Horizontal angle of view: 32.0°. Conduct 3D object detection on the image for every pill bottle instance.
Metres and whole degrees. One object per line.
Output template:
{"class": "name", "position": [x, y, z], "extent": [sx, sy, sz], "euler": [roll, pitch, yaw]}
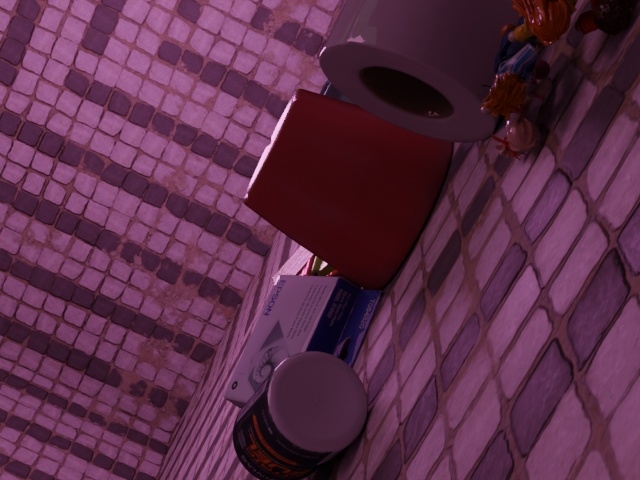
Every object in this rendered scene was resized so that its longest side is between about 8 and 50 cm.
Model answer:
{"class": "pill bottle", "position": [-0.037, 0.240, 1.444], "extent": [0.130, 0.131, 0.245], "euler": [-68, 7, -30]}

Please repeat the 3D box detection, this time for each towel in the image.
{"class": "towel", "position": [0.000, 0.000, 2.045], "extent": [0.237, 0.021, 0.102], "euler": [-48, 18, 4]}

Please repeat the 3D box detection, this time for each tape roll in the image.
{"class": "tape roll", "position": [0.142, -0.257, 1.440], "extent": [0.169, 0.246, 0.246], "euler": [-65, 6, -13]}

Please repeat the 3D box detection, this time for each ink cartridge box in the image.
{"class": "ink cartridge box", "position": [-0.031, 0.157, 1.671], "extent": [0.224, 0.045, 0.223], "euler": [0, 60, 52]}

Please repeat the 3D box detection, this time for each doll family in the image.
{"class": "doll family", "position": [0.219, -0.203, 1.153], "extent": [0.263, 0.118, 0.163], "euler": [-59, 8, 39]}

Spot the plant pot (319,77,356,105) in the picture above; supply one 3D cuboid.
{"class": "plant pot", "position": [0.101, -0.240, 1.925], "extent": [0.293, 0.196, 0.293], "euler": [-62, 6, 11]}

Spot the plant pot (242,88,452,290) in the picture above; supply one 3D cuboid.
{"class": "plant pot", "position": [0.032, -0.091, 1.684], "extent": [0.274, 0.243, 0.275], "euler": [-62, 7, 13]}

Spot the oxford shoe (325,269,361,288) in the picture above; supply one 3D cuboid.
{"class": "oxford shoe", "position": [-0.004, 0.169, 1.771], "extent": [0.098, 0.097, 0.271], "euler": [29, 86, 51]}

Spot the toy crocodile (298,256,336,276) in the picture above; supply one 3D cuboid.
{"class": "toy crocodile", "position": [-0.025, 0.113, 1.962], "extent": [0.340, 0.105, 0.115], "euler": [-58, 9, 40]}
